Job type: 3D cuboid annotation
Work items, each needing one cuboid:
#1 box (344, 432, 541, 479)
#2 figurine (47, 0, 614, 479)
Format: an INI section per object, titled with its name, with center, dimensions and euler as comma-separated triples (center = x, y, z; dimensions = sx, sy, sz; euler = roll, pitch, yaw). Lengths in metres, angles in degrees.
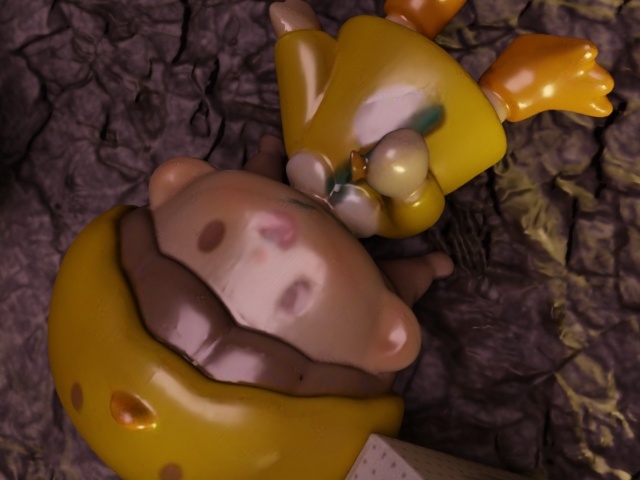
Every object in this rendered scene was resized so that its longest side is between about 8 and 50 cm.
[box]
center = 0.040, 0.281, 0.370
dimensions = 0.330, 0.210, 0.095
euler = -61, 35, 4
[figurine]
center = 0.000, 0.000, 0.399
dimensions = 0.215, 0.187, 0.344
euler = 42, 92, 18
